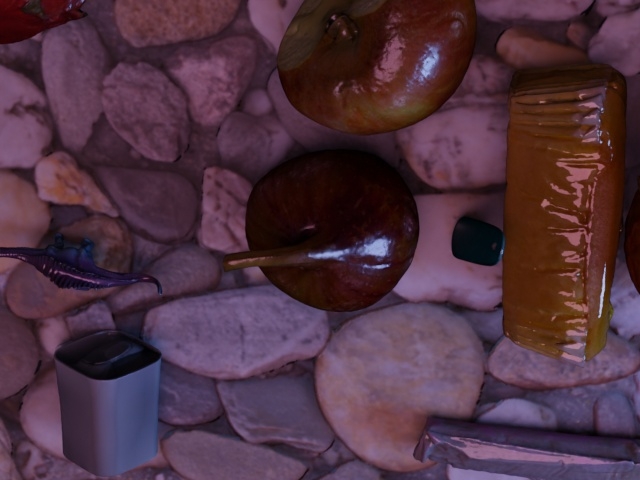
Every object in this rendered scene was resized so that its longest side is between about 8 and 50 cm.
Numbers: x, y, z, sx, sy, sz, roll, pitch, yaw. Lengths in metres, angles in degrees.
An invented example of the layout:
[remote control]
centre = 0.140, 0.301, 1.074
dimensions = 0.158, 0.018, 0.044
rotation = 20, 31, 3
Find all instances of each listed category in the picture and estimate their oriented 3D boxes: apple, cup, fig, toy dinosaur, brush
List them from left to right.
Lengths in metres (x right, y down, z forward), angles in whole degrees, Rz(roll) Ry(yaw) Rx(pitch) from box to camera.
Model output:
[toy dinosaur]
centre = -0.257, 0.026, 1.863
dimensions = 0.197, 0.080, 0.045
rotation = 14, 109, 1
[cup]
centre = -0.235, 0.165, 1.909
dimensions = 0.128, 0.095, 0.129
rotation = 22, 121, 38
[fig]
centre = 0.007, -0.002, 1.753
dimensions = 0.175, 0.207, 0.175
rotation = 1, 103, 6
[apple]
centre = 0.059, -0.184, 1.693
dimensions = 0.195, 0.173, 0.160
rotation = -39, 100, 23
[brush]
centre = 0.162, 0.003, 1.751
dimensions = 0.032, 0.193, 0.043
rotation = 10, 92, -11

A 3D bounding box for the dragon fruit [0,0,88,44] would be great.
[dragon fruit]
centre = -0.310, -0.301, 1.666
dimensions = 0.252, 0.241, 0.241
rotation = 38, 111, -23

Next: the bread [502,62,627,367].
[bread]
centre = 0.235, -0.029, 1.746
dimensions = 0.119, 0.152, 0.288
rotation = 4, 111, 11

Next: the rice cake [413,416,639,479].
[rice cake]
centre = 0.233, 0.223, 1.900
dimensions = 0.270, 0.049, 0.055
rotation = 5, 134, 5

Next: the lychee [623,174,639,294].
[lychee]
centre = 0.408, -0.011, 1.680
dimensions = 0.255, 0.255, 0.300
rotation = -44, 138, 20
